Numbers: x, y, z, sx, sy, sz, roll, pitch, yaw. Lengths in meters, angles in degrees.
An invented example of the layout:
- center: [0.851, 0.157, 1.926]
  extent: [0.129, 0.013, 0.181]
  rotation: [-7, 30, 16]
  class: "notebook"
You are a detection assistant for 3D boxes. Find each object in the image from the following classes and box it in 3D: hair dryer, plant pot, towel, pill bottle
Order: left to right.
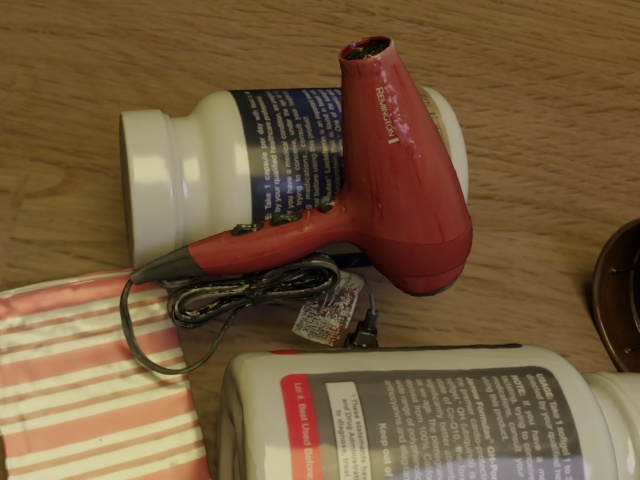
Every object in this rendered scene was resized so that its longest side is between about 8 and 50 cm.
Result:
- center: [-0.172, 0.119, 0.627]
  extent: [0.144, 0.029, 0.197]
  rotation: [-10, 68, -19]
  class: "towel"
- center: [-0.027, -0.048, 0.678]
  extent: [0.264, 0.153, 0.153]
  rotation: [-5, 64, -17]
  class: "pill bottle"
- center: [0.000, 0.000, 0.575]
  extent: [0.223, 0.294, 0.080]
  rotation: [13, 26, -25]
  class: "hair dryer"
- center: [0.093, 0.163, 0.584]
  extent: [0.318, 0.176, 0.176]
  rotation: [0, 63, -14]
  class: "pill bottle"
- center: [0.364, 0.049, 0.732]
  extent: [0.165, 0.167, 0.167]
  rotation: [-10, 65, -27]
  class: "plant pot"
